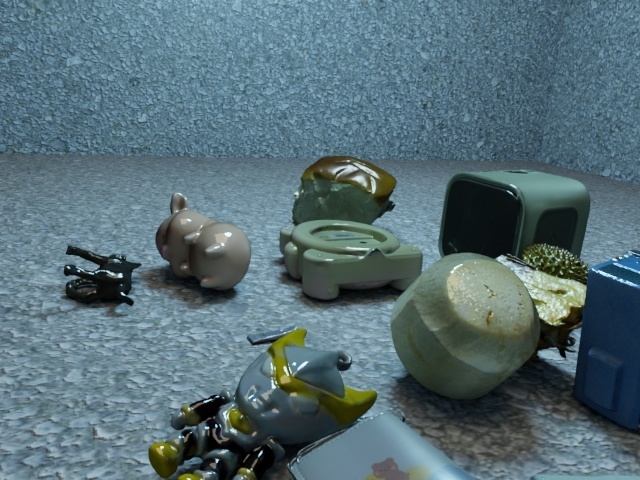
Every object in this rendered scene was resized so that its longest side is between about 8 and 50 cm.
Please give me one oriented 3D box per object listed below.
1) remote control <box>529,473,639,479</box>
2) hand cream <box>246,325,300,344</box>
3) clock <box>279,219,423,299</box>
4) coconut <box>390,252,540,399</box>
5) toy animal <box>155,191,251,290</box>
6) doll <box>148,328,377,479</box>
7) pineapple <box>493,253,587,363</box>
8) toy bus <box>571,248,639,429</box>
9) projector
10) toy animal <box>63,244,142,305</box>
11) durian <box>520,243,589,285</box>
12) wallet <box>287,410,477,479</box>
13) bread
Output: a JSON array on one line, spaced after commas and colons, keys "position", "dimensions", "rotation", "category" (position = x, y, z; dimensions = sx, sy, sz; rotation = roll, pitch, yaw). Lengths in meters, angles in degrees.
[{"position": [0.326, 0.288, 0.631], "dimensions": [0.162, 0.029, 0.061], "rotation": [3, 15, -2], "category": "remote control"}, {"position": [-0.080, 0.163, 0.971], "dimensions": [0.093, 0.019, 0.030], "rotation": [-5, 17, -22], "category": "hand cream"}, {"position": [0.054, 0.032, 1.290], "dimensions": [0.284, 0.114, 0.309], "rotation": [-5, 17, -23], "category": "clock"}, {"position": [0.210, 0.133, 0.849], "dimensions": [0.202, 0.222, 0.202], "rotation": [6, 57, -9], "category": "coconut"}, {"position": [-0.250, 0.012, 1.189], "dimensions": [0.250, 0.166, 0.154], "rotation": [26, 17, 37], "category": "toy animal"}, {"position": [-0.063, 0.204, 0.695], "dimensions": [0.145, 0.103, 0.316], "rotation": [14, 26, 38], "category": "doll"}, {"position": [0.334, 0.115, 0.933], "dimensions": [0.114, 0.186, 0.236], "rotation": [-24, -4, -28], "category": "pineapple"}, {"position": [0.446, 0.146, 0.799], "dimensions": [0.133, 0.234, 0.116], "rotation": [-14, 23, -27], "category": "toy bus"}, {"position": [0.472, -0.039, 1.376], "dimensions": [0.249, 0.248, 0.248], "rotation": [-6, 20, -32], "category": "projector"}, {"position": [-0.424, 0.065, 1.101], "dimensions": [0.148, 0.084, 0.232], "rotation": [-2, 14, -23], "category": "toy animal"}, {"position": [0.518, 0.092, 1.174], "dimensions": [0.208, 0.102, 0.146], "rotation": [39, 59, 1], "category": "durian"}, {"position": [0.075, 0.271, 0.562], "dimensions": [0.170, 0.069, 0.231], "rotation": [-22, 21, -21], "category": "wallet"}, {"position": [0.076, -0.130, 1.630], "dimensions": [0.279, 0.225, 0.250], "rotation": [14, 20, 16], "category": "bread"}]
